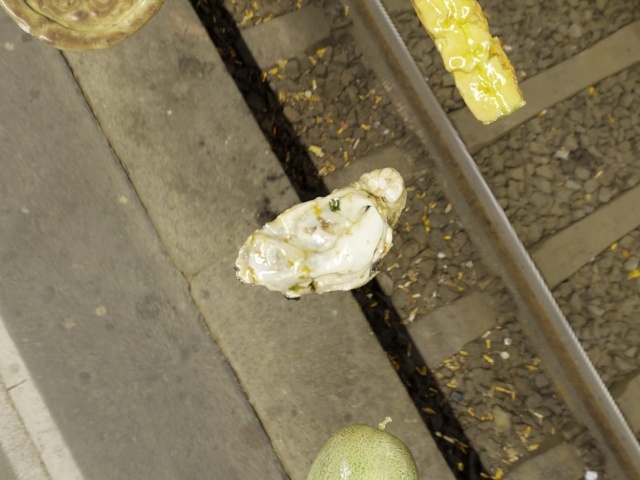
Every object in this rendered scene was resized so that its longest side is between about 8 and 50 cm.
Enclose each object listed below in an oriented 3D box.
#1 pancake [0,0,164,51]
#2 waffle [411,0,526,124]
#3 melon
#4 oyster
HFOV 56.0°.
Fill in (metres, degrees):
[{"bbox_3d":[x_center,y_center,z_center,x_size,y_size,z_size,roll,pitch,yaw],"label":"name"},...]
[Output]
[{"bbox_3d":[-0.338,-0.392,0.840,0.250,0.031,0.250,-11,110,-32],"label":"pancake"},{"bbox_3d":[0.136,-0.238,0.628,0.211,0.055,0.160,52,26,-22],"label":"waffle"},{"bbox_3d":[0.049,0.303,0.721,0.139,0.139,0.192,24,70,-8],"label":"melon"},{"bbox_3d":[0.000,-0.006,0.919,0.294,0.094,0.166,-10,104,21],"label":"oyster"}]
